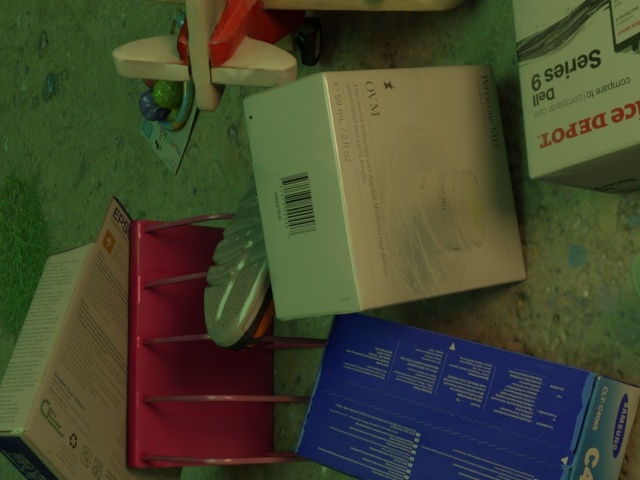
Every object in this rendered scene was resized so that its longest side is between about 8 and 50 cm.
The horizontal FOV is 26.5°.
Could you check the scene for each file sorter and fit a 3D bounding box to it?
[{"bbox_3d":[-0.091,0.119,1.590,0.182,0.202,0.290,-9,79,50],"label":"file sorter"}]

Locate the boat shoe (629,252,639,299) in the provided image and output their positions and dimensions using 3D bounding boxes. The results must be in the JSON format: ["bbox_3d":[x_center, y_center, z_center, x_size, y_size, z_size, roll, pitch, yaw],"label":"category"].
[{"bbox_3d":[0.376,0.029,1.053,0.305,0.091,0.109,2,125,56],"label":"boat shoe"}]

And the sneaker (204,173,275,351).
[{"bbox_3d":[0.000,0.000,1.471,0.125,0.180,0.321,-14,48,51],"label":"sneaker"}]

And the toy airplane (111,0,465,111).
[{"bbox_3d":[-0.090,-0.301,1.479,0.384,0.386,0.272,27,120,51],"label":"toy airplane"}]

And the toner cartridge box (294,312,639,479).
[{"bbox_3d":[0.132,0.179,1.328,0.348,0.075,0.165,12,85,48],"label":"toner cartridge box"}]

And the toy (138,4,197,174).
[{"bbox_3d":[-0.218,-0.230,1.923,0.137,0.056,0.237,49,124,46],"label":"toy"}]

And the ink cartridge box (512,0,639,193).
[{"bbox_3d":[0.281,-0.205,1.183,0.211,0.122,0.289,-19,71,50],"label":"ink cartridge box"}]

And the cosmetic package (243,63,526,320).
[{"bbox_3d":[0.067,-0.050,1.343,0.138,0.225,0.224,-10,89,51],"label":"cosmetic package"}]

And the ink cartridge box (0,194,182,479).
[{"bbox_3d":[-0.248,0.173,1.619,0.071,0.324,0.330,-5,49,22],"label":"ink cartridge box"}]
